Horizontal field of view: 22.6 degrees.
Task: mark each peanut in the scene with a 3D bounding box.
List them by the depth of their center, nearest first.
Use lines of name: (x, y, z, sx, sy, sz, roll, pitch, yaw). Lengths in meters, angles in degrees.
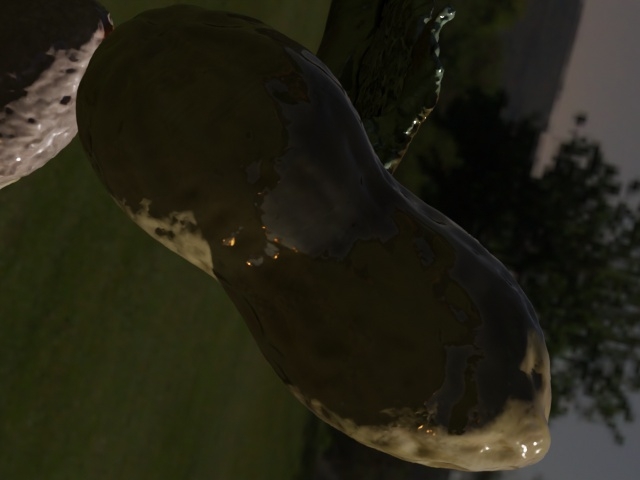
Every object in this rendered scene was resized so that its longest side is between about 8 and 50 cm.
peanut: (0.000, 0.000, 0.490, 0.082, 0.187, 0.082, -41, 177, -2)

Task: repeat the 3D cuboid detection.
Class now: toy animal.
toy animal: (-0.336, -0.163, 1.647, 0.358, 0.188, 0.226, -8, -109, 45)

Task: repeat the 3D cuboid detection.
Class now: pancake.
pancake: (0.043, -0.157, 1.316, 0.427, 0.067, 0.305, -76, -169, -47)
